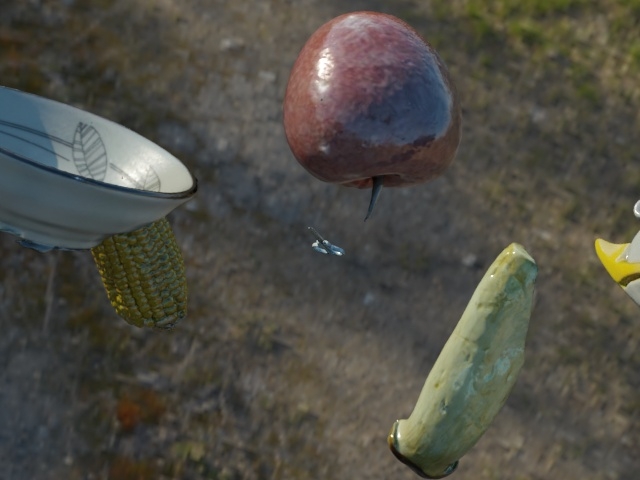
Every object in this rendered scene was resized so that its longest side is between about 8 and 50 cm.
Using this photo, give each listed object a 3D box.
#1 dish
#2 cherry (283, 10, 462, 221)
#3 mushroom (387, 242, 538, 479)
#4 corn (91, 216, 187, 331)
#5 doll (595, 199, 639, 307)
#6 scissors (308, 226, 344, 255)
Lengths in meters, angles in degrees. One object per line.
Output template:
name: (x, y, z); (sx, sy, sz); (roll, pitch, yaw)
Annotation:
dish: (-0.285, -0.065, 1.627); (0.316, 0.106, 0.316); (21, 12, -5)
cherry: (0.071, -0.163, 2.132); (0.236, 0.213, 0.285); (20, 66, -48)
mushroom: (0.196, 0.160, 2.059); (0.107, 0.333, 0.087); (20, 21, -22)
corn: (-0.216, -0.003, 1.854); (0.097, 0.261, 0.097); (-13, 30, 8)
doll: (0.431, 0.060, 1.905); (0.103, 0.145, 0.316); (18, 35, -36)
scissors: (0.000, 0.000, 1.700); (0.036, 0.083, 0.006); (11, 74, 21)
